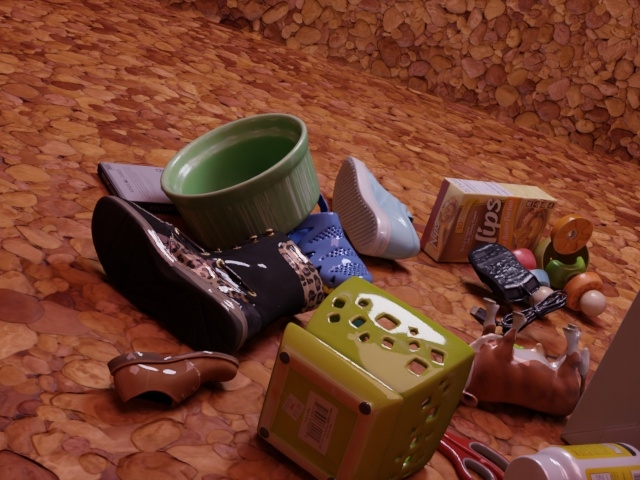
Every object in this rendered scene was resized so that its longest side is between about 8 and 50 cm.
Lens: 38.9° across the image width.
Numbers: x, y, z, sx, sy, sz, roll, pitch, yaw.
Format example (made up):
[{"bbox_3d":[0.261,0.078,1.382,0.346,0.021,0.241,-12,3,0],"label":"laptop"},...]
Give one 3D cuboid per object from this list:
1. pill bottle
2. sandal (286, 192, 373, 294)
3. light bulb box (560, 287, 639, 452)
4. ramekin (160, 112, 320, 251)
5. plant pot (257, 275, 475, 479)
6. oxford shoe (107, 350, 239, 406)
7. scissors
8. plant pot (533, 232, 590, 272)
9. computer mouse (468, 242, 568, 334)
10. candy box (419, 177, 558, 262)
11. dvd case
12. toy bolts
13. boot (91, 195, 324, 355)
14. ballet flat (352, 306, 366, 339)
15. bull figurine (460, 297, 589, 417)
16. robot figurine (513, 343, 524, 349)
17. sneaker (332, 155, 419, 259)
[{"bbox_3d":[0.379,0.362,1.336,0.208,0.119,0.119,5,27,-30],"label":"pill bottle"},{"bbox_3d":[0.000,0.000,1.830,0.126,0.138,0.317,1,30,-41],"label":"sandal"},{"bbox_3d":[0.657,0.232,1.536,0.361,0.358,0.225,-4,34,-41],"label":"light bulb box"},{"bbox_3d":[-0.148,-0.112,1.792,0.303,0.148,0.303,-16,31,10],"label":"ramekin"},{"bbox_3d":[0.049,0.217,1.281,0.227,0.228,0.207,32,32,26],"label":"plant pot"},{"bbox_3d":[-0.206,0.206,1.321,0.212,0.076,0.076,2,58,-40],"label":"oxford shoe"},{"bbox_3d":[0.179,0.304,1.442,0.297,0.021,0.109,33,29,32],"label":"scissors"},{"bbox_3d":[0.569,0.044,2.205,0.134,0.134,0.095,10,2,-20],"label":"plant pot"},{"bbox_3d":[0.383,0.113,1.948,0.184,0.060,0.262,-27,42,-19],"label":"computer mouse"},{"bbox_3d":[0.403,-0.042,2.172,0.316,0.183,0.087,2,27,-35],"label":"candy box"},{"bbox_3d":[-0.339,-0.109,1.945,0.238,0.030,0.179,3,28,-33],"label":"dvd case"},{"bbox_3d":[0.539,0.075,2.028,0.228,0.218,0.158,-9,38,-16],"label":"toy bolts"},{"bbox_3d":[-0.193,0.038,1.587,0.377,0.138,0.284,36,29,26],"label":"boot"},{"bbox_3d":[0.025,0.155,1.594,0.067,0.073,0.206,14,15,28],"label":"ballet flat"},{"bbox_3d":[0.332,0.215,1.575,0.310,0.188,0.101,16,7,-23],"label":"bull figurine"},{"bbox_3d":[0.348,0.223,1.686,0.115,0.067,0.101,30,16,23],"label":"robot figurine"},{"bbox_3d":[0.130,-0.063,2.102,0.150,0.135,0.366,17,30,-24],"label":"sneaker"}]
